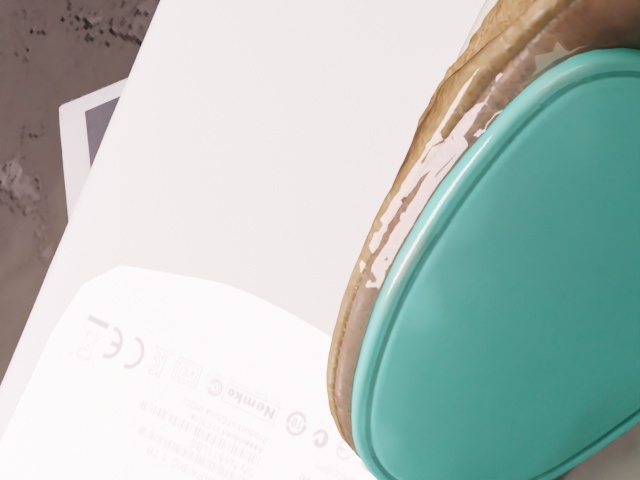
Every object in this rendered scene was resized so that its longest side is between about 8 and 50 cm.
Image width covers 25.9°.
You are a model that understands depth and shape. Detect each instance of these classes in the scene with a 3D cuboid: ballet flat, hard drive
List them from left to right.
[{"bbox_3d":[0.000,0.000,0.513,0.210,0.040,0.319,21,88,32],"label":"hard drive"},{"bbox_3d":[0.099,-0.075,0.371,0.124,0.116,0.342,-94,24,-52],"label":"ballet flat"}]

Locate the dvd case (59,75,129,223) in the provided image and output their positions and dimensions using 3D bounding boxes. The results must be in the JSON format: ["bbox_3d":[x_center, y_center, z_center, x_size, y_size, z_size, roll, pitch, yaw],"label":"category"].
[{"bbox_3d":[0.001,-0.009,0.558,0.238,0.029,0.179,-18,69,25],"label":"dvd case"}]
